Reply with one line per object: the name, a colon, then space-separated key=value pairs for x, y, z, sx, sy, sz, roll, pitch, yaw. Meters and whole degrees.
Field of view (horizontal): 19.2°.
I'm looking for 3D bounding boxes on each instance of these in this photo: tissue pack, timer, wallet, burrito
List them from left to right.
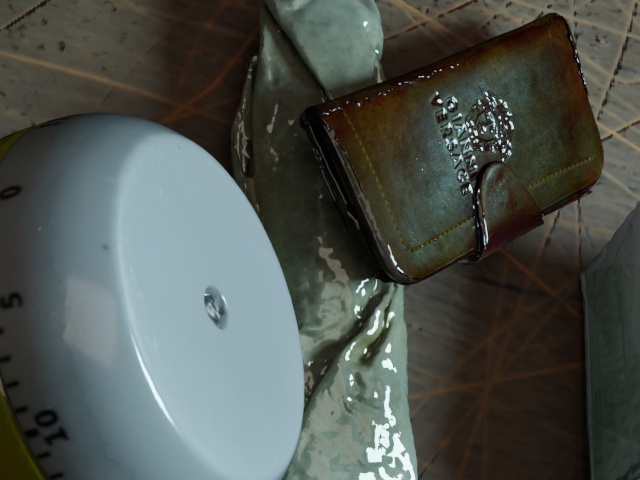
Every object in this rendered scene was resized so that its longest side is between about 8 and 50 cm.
timer: x=-0.173 y=0.076 z=1.094 sx=0.285 sy=0.285 sz=0.285 roll=5 pitch=70 yaw=-15
burrito: x=0.000 y=0.000 z=1.238 sx=0.117 sy=0.076 sz=0.392 roll=2 pitch=72 yaw=-17
wallet: x=0.103 y=-0.061 z=1.265 sx=0.255 sy=0.031 sz=0.137 roll=-26 pitch=95 yaw=-41
tissue pack: x=0.301 y=0.091 z=1.265 sx=0.225 sy=0.124 sz=0.185 roll=9 pitch=58 yaw=-14
